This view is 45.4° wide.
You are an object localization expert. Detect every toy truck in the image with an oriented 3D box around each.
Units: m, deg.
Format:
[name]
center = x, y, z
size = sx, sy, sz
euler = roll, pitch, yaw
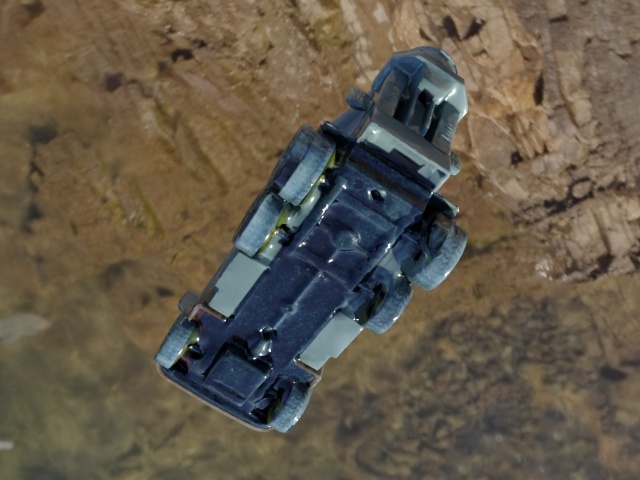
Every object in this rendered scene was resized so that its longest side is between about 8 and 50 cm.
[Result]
[toy truck]
center = 0.000, 0.000, 0.491
size = 0.108, 0.140, 0.256
euler = 31, 124, -9
